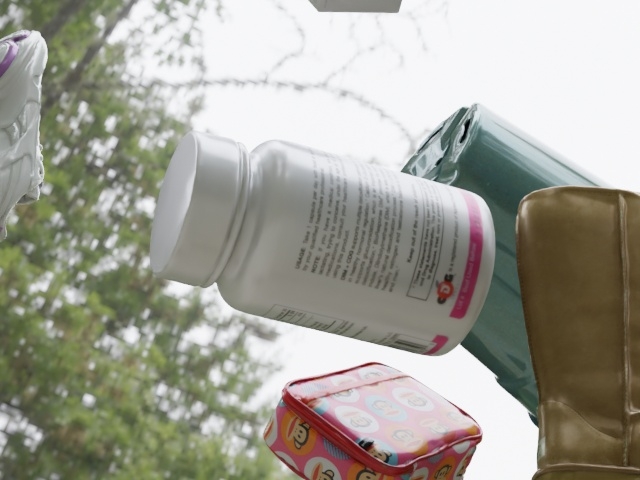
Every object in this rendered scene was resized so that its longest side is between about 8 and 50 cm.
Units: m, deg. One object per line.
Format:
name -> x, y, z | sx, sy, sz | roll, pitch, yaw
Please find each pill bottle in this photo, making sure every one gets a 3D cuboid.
pill bottle -> 0.000, 0.000, 1.278 | 0.283, 0.160, 0.160 | 15, -45, -19

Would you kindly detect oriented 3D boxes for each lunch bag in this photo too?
lunch bag -> 0.065, 0.270, 2.014 | 0.258, 0.293, 0.120 | 33, -68, 29

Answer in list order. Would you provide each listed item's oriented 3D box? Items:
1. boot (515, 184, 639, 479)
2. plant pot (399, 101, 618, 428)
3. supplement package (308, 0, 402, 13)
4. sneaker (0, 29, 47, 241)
boot -> 0.271, 0.087, 1.099 | 0.236, 0.269, 0.089 | 6, -32, -1
plant pot -> 0.254, 0.016, 1.821 | 0.334, 0.341, 0.341 | 36, -49, -10
supplement package -> 0.018, -0.338, 1.569 | 0.105, 0.179, 0.105 | -5, -53, -26
sneaker -> -0.410, -0.133, 1.796 | 0.114, 0.305, 0.152 | -7, -38, 31
